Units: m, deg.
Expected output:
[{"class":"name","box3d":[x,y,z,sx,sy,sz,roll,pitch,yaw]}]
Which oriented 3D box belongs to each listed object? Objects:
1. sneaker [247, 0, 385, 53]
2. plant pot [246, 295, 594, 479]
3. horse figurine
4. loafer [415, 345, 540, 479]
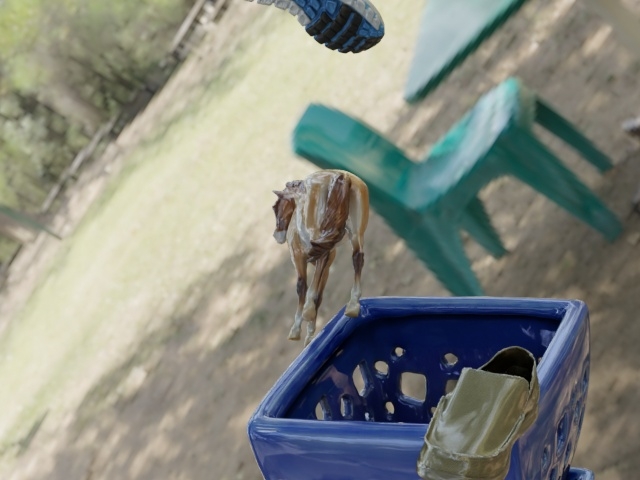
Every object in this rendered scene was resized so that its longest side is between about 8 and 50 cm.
[{"class":"sneaker","box3d":[-0.013,-0.266,1.402,0.071,0.191,0.083,-50,19,36]},{"class":"plant pot","box3d":[0.104,0.190,1.161,0.236,0.212,0.236,-1,25,26]},{"class":"horse figurine","box3d":[0.000,0.000,1.264,0.263,0.066,0.174,126,149,-72]},{"class":"loafer","box3d":[0.096,0.104,0.818,0.148,0.056,0.050,-38,-48,-64]}]
